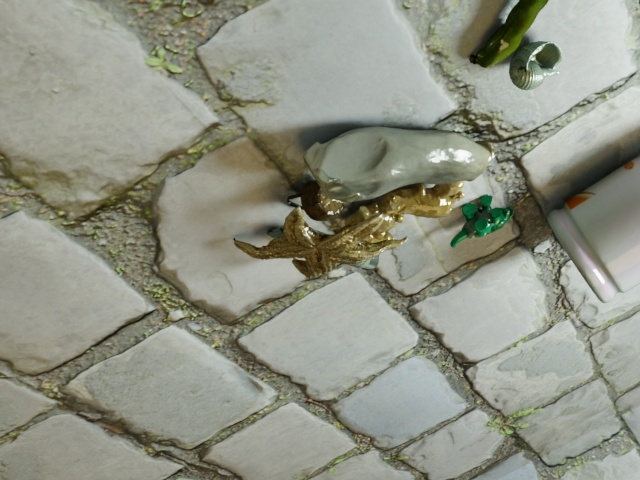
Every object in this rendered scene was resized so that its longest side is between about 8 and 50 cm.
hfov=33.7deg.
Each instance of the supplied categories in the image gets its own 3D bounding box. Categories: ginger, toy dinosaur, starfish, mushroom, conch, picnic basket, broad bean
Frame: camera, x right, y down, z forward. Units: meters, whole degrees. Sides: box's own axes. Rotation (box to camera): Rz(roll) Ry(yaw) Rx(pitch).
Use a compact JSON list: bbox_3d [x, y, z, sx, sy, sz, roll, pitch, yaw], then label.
[{"bbox_3d":[0.134,-0.045,1.754,0.176,0.052,0.193,-1,142,-34],"label":"ginger"},{"bbox_3d":[0.286,-0.028,1.881,0.132,0.059,0.096,-33,153,-2],"label":"toy dinosaur"},{"bbox_3d":[0.000,0.000,1.644,0.277,0.062,0.235,3,154,0],"label":"starfish"},{"bbox_3d":[0.124,-0.120,1.602,0.351,0.097,0.109,-7,141,-30],"label":"mushroom"},{"bbox_3d":[0.313,-0.262,1.558,0.085,0.057,0.076,-24,133,-40],"label":"conch"},{"bbox_3d":[-0.010,-0.059,1.638,0.072,0.072,0.083,11,165,-43],"label":"picnic basket"},{"bbox_3d":[0.284,-0.329,1.451,0.053,0.052,0.256,29,136,-2],"label":"broad bean"}]

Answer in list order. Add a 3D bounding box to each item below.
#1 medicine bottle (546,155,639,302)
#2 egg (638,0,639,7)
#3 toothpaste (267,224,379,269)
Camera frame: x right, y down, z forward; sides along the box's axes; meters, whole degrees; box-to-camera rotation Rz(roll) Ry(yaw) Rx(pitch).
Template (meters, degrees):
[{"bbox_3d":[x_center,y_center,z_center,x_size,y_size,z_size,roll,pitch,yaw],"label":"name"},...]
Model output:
[{"bbox_3d":[0.594,-0.047,1.915,0.316,0.202,0.202,-32,147,13],"label":"medicine bottle"},{"bbox_3d":[0.562,-0.401,1.362,0.230,0.230,0.371,3,133,-36],"label":"egg"},{"bbox_3d":[0.012,0.009,1.762,0.062,0.039,0.239,-16,157,38],"label":"toothpaste"}]
